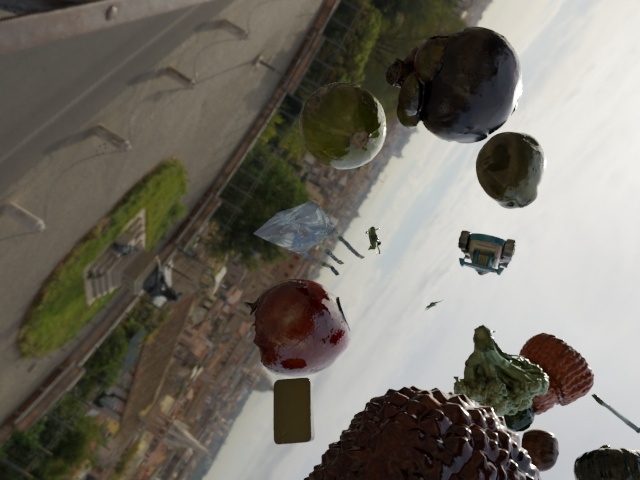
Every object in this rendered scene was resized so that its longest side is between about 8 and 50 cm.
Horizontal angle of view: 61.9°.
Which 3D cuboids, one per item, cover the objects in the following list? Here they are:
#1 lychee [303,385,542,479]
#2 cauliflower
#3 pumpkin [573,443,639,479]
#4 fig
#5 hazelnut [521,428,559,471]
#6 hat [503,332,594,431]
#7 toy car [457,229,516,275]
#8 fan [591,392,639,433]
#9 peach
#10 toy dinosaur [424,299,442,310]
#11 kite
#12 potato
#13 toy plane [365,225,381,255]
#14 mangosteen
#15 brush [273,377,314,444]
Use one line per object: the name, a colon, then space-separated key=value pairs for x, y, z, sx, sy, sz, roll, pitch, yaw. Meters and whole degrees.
lychee: x=0.183 y=0.459 z=0.901 sx=0.500 sy=0.425 sz=0.424 roll=-28 pitch=-156 yaw=53
cauliflower: x=0.580 y=0.466 z=1.787 sx=0.327 sy=0.281 sz=0.260 roll=-27 pitch=-144 yaw=33
pumpkin: x=0.811 y=0.642 z=1.469 sx=0.211 sy=0.212 sz=0.152 roll=117 pitch=-14 yaw=-63
fig: x=0.089 y=-0.417 z=1.986 sx=0.343 sy=0.343 sz=0.343 roll=-59 pitch=178 yaw=-3
hazelnut: x=0.818 y=0.784 z=1.991 sx=0.154 sy=0.143 sz=0.143 roll=-63 pitch=-179 yaw=-35
hat: x=0.838 y=0.576 z=2.074 sx=0.400 sy=0.285 sz=0.285 roll=-42 pitch=176 yaw=-6
toy car: x=0.380 y=0.047 z=1.247 sx=0.161 sy=0.126 sz=0.098 roll=60 pitch=49 yaw=-63
fan: x=0.731 y=0.426 z=1.310 sx=0.016 sy=0.193 sz=0.038 roll=-50 pitch=-158 yaw=12
peach: x=-0.056 y=0.298 z=1.858 sx=0.310 sy=0.334 sz=0.406 roll=-18 pitch=155 yaw=12
toy dinosaur: x=0.446 y=0.251 z=2.110 sx=0.083 sy=0.021 sz=0.062 roll=-36 pitch=163 yaw=10
kite: x=0.000 y=0.002 z=1.282 sx=0.169 sy=0.310 sz=0.015 roll=-32 pitch=-131 yaw=27
potato: x=0.703 y=-0.271 z=1.978 sx=0.221 sy=0.243 sz=0.326 roll=-44 pitch=-165 yaw=55
toy plane: x=0.169 y=-0.006 z=1.688 sx=0.040 sy=0.102 sz=0.111 roll=-13 pitch=-138 yaw=22
mangosteen: x=0.448 y=-0.495 z=1.770 sx=0.422 sy=0.380 sz=0.381 roll=-16 pitch=-178 yaw=5
brush: x=-0.082 y=0.537 z=1.679 sx=0.059 sy=0.123 sz=0.197 roll=58 pitch=27 yaw=-61
